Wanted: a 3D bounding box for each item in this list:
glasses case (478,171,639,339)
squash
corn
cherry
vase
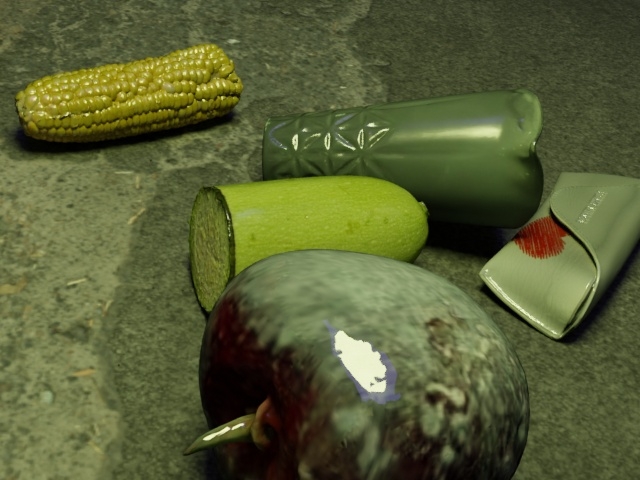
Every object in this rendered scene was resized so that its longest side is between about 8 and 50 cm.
[{"bbox_3d":[0.296,-0.012,1.142,0.128,0.083,0.308,27,38,19],"label":"glasses case"},{"bbox_3d":[0.000,0.000,1.008,0.247,0.133,0.132,-5,39,-23],"label":"squash"},{"bbox_3d":[-0.227,-0.177,1.207,0.291,0.101,0.101,-14,43,-33],"label":"corn"},{"bbox_3d":[0.029,0.124,0.778,0.296,0.218,0.255,-3,33,-41],"label":"cherry"},{"bbox_3d":[0.090,-0.091,1.134,0.300,0.156,0.251,0,-1,5],"label":"vase"}]
